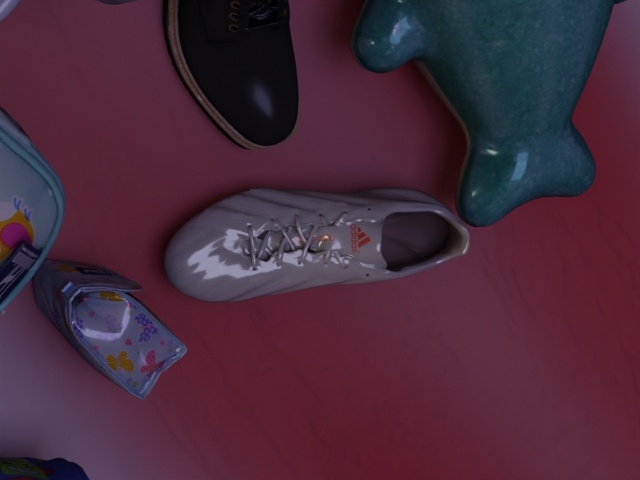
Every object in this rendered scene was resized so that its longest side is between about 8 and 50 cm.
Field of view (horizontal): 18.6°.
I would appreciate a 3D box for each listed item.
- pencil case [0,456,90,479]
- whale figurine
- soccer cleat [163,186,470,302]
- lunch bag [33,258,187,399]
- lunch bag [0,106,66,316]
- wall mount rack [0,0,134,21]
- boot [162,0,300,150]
[{"bbox_3d":[-0.273,0.178,1.074,0.306,0.119,0.133,6,105,-29],"label":"pencil case"},{"bbox_3d":[0.124,-0.141,1.209,0.216,0.141,0.272,-17,108,-25],"label":"whale figurine"},{"bbox_3d":[0.000,0.000,1.209,0.196,0.076,0.068,-9,105,-26],"label":"soccer cleat"},{"bbox_3d":[-0.128,0.045,1.152,0.053,0.071,0.083,-49,118,-9],"label":"lunch bag"},{"bbox_3d":[-0.284,-0.023,1.016,0.224,0.108,0.279,-48,120,0],"label":"lunch bag"},{"bbox_3d":[-0.185,-0.288,1.021,0.304,0.130,0.350,28,86,-17],"label":"wall mount rack"},{"bbox_3d":[-0.037,-0.137,1.126,0.077,0.137,0.198,-28,113,-20],"label":"boot"}]
